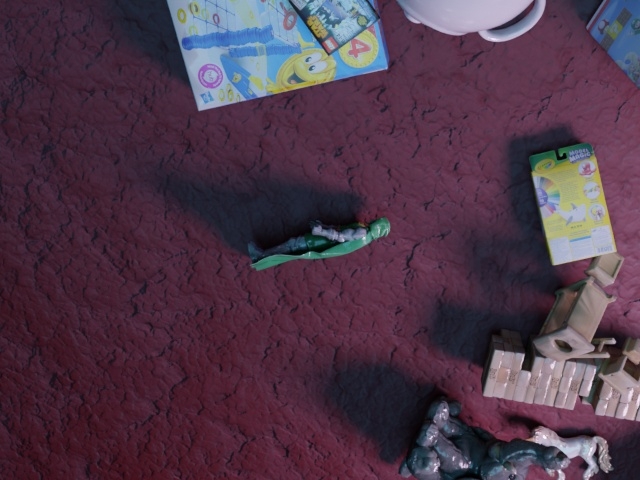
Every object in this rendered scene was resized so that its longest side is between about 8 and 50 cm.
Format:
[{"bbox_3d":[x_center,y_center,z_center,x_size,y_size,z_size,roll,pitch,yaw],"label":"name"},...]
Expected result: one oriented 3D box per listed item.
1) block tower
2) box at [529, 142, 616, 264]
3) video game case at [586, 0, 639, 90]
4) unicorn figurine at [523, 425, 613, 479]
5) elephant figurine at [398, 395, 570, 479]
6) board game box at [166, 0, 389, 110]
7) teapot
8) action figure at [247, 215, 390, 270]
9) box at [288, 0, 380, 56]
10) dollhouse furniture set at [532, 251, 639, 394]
[{"bbox_3d":[0.444,0.228,1.703,0.336,0.091,0.097,11,111,1],"label":"block tower"},{"bbox_3d":[0.397,-0.060,1.616,0.105,0.043,0.179,-13,98,10],"label":"box"},{"bbox_3d":[0.496,-0.293,1.402,0.025,0.285,0.204,4,133,-30],"label":"video game case"},{"bbox_3d":[0.424,0.371,1.780,0.162,0.060,0.111,-10,105,-7],"label":"unicorn figurine"},{"bbox_3d":[0.272,0.381,1.732,0.239,0.186,0.169,24,88,6],"label":"elephant figurine"},{"bbox_3d":[-0.075,-0.379,1.534,0.302,0.086,0.308,-12,108,10],"label":"board game box"},{"bbox_3d":[0.187,-0.381,1.449,0.256,0.252,0.187,44,131,5],"label":"teapot"},{"bbox_3d":[0.000,0.000,1.661,0.232,0.137,0.063,-12,96,1],"label":"action figure"},{"bbox_3d":[0.010,-0.350,1.475,0.094,0.027,0.137,-34,104,17],"label":"box"},{"bbox_3d":[0.459,0.134,1.658,0.161,0.182,0.101,39,150,-9],"label":"dollhouse furniture set"}]
